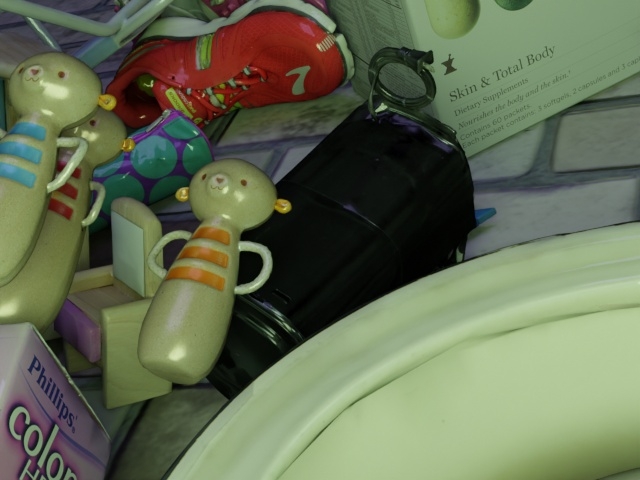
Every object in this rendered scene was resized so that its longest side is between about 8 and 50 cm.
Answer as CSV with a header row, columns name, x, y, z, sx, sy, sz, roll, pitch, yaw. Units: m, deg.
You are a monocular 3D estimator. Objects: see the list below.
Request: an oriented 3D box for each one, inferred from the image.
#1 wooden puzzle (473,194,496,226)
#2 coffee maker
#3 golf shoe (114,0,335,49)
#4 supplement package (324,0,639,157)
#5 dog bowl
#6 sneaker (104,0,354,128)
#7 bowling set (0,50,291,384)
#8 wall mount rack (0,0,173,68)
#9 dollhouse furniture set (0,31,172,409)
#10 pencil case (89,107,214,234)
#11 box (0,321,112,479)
name,x,y,z,sx,sy,sz,roll,pitch,yaw
wooden puzzle,0.066,-0.017,0.841,0.078,0.014,0.116,-38,35,-20
coffee maker,0.000,0.000,0.698,0.120,0.171,0.178,10,42,42
golf shoe,-0.075,-0.246,1.179,0.306,0.115,0.140,14,41,40
supplement package,0.112,-0.242,0.919,0.199,0.263,0.198,-27,32,-10
dog bowl,0.140,0.158,0.367,0.407,0.150,0.408,-9,32,5
sneaker,-0.088,-0.141,1.051,0.279,0.107,0.118,-2,43,43
bowling set,-0.171,-0.047,0.596,0.287,0.200,0.154,8,63,19
wall mount rack,-0.275,-0.187,1.064,0.350,0.130,0.304,-29,18,34
dollhouse furniture set,-0.295,-0.007,0.753,0.303,0.198,0.286,-12,24,-33
pencil case,-0.168,-0.055,0.973,0.151,0.070,0.064,-29,33,-13
box,-0.242,0.173,0.554,0.213,0.117,0.243,-5,49,14
